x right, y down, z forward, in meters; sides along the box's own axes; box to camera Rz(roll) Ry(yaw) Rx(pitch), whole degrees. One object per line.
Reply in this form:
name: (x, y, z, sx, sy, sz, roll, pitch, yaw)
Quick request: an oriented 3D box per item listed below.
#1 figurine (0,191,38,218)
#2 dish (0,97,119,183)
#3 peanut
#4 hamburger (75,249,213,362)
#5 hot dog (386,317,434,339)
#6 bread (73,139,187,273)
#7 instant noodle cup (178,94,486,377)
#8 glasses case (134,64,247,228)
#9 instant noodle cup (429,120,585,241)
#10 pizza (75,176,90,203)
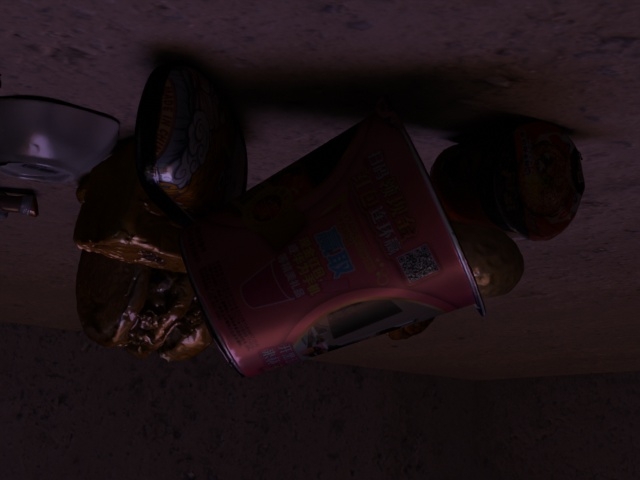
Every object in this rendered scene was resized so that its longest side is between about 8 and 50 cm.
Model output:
figurine: (-0.509, -0.033, 1.765, 0.197, 0.094, 0.147, 5, -179, -7)
dish: (-0.320, -0.105, 1.391, 0.190, 0.066, 0.191, 5, 169, 1)
peanut: (0.217, 0.027, 1.744, 0.140, 0.109, 0.159, -6, 167, 32)
hamburger: (-0.239, 0.064, 1.846, 0.211, 0.245, 0.260, 21, 123, -31)
hot dog: (0.102, 0.052, 1.804, 0.114, 0.175, 0.259, -21, 163, 5)
bread: (-0.194, -0.042, 1.474, 0.149, 0.143, 0.158, 19, 162, -34)
instant noodle cup: (0.005, 0.015, 1.217, 0.255, 0.244, 0.244, -24, 167, 2)
glasses case: (-0.129, -0.084, 1.272, 0.082, 0.122, 0.321, 3, 169, 7)
instant noodle cup: (0.190, -0.063, 1.311, 0.127, 0.127, 0.135, 11, 175, -32)
pizza: (-0.225, -0.050, 1.664, 0.193, 0.053, 0.201, 11, 167, -30)
